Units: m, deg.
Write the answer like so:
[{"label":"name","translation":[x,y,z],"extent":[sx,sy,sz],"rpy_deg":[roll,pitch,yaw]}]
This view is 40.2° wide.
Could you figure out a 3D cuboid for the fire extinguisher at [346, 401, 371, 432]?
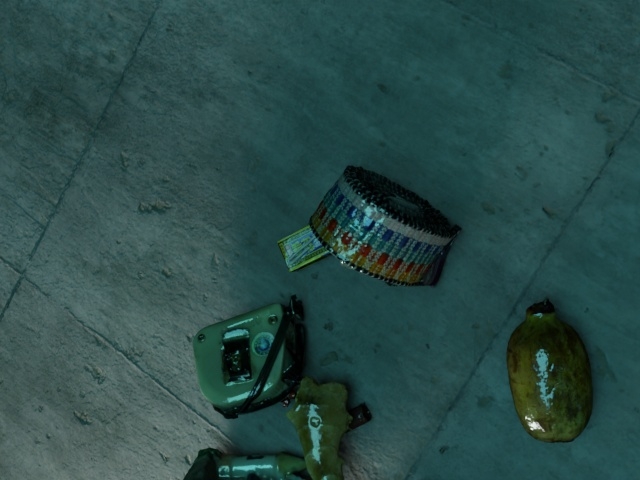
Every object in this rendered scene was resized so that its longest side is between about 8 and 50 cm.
[{"label":"fire extinguisher","translation":[0.038,0.372,1.759],"extent":[0.132,0.039,0.056],"rpy_deg":[-31,47,19]}]

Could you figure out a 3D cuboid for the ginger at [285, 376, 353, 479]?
[{"label":"ginger","translation":[0.021,0.404,1.691],"extent":[0.131,0.086,0.295],"rpy_deg":[-18,69,-4]}]

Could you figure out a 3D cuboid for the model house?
[{"label":"model house","translation":[-0.096,0.523,1.706],"extent":[0.324,0.267,0.194],"rpy_deg":[-6,101,9]}]

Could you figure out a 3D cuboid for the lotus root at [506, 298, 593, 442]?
[{"label":"lotus root","translation":[0.409,0.234,1.568],"extent":[0.145,0.128,0.260],"rpy_deg":[-7,93,7]}]

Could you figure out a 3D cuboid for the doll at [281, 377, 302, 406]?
[{"label":"doll","translation":[-0.121,0.303,1.809],"extent":[0.169,0.057,0.109],"rpy_deg":[-1,84,24]}]

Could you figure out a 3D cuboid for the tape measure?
[{"label":"tape measure","translation":[-0.130,0.240,1.747],"extent":[0.235,0.115,0.207],"rpy_deg":[-20,59,10]}]

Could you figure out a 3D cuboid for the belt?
[{"label":"belt","translation":[0.112,-0.013,1.615],"extent":[0.207,0.295,0.160],"rpy_deg":[44,108,30]}]

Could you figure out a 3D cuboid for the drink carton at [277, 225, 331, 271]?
[{"label":"drink carton","translation":[0.000,0.000,1.765],"extent":[0.165,0.056,0.071],"rpy_deg":[-27,77,19]}]
